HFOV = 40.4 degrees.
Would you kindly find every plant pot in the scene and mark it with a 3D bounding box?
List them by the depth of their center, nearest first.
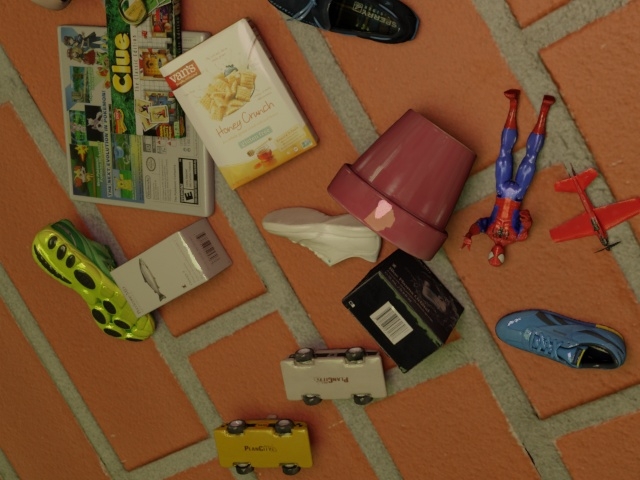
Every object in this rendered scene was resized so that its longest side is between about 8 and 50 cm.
[{"bbox_3d":[0.140,-0.096,1.361,0.201,0.201,0.180,36,99,8],"label":"plant pot"}]

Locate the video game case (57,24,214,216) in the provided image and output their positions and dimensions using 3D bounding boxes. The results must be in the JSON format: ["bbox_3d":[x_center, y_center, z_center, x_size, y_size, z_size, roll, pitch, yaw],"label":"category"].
[{"bbox_3d":[-0.334,-0.218,1.581,0.300,0.036,0.329,7,109,19],"label":"video game case"}]

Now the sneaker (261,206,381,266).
[{"bbox_3d":[0.000,0.000,1.502,0.212,0.080,0.094,7,120,18],"label":"sneaker"}]

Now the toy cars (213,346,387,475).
[{"bbox_3d":[-0.034,0.304,1.603,0.176,0.087,0.393,42,113,-1],"label":"toy cars"}]

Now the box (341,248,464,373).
[{"bbox_3d":[0.138,0.107,1.430,0.093,0.158,0.156,-42,89,27],"label":"box"}]

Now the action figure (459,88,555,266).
[{"bbox_3d":[0.287,-0.079,1.333,0.091,0.139,0.280,14,113,18],"label":"action figure"}]

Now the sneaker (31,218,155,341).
[{"bbox_3d":[-0.412,0.072,1.661,0.109,0.123,0.295,-27,113,27],"label":"sneaker"}]

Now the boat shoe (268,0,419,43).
[{"bbox_3d":[0.027,-0.377,1.363,0.258,0.089,0.109,15,111,17],"label":"boat shoe"}]

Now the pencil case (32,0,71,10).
[{"bbox_3d":[-0.345,-0.538,1.411,0.410,0.183,0.160,-27,90,28],"label":"pencil case"}]

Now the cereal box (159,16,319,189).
[{"bbox_3d":[-0.135,-0.227,1.460,0.173,0.047,0.240,-28,105,15],"label":"cereal box"}]

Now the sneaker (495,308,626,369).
[{"bbox_3d":[0.382,0.163,1.398,0.209,0.082,0.069,10,111,19],"label":"sneaker"}]

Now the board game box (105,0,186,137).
[{"bbox_3d":[-0.302,-0.309,1.504,0.136,0.030,0.259,7,109,21],"label":"board game box"}]

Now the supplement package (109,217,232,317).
[{"bbox_3d":[-0.274,0.050,1.601,0.179,0.105,0.105,-29,95,26],"label":"supplement package"}]

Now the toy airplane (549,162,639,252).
[{"bbox_3d":[0.417,-0.051,1.347,0.151,0.028,0.151,7,109,20],"label":"toy airplane"}]
